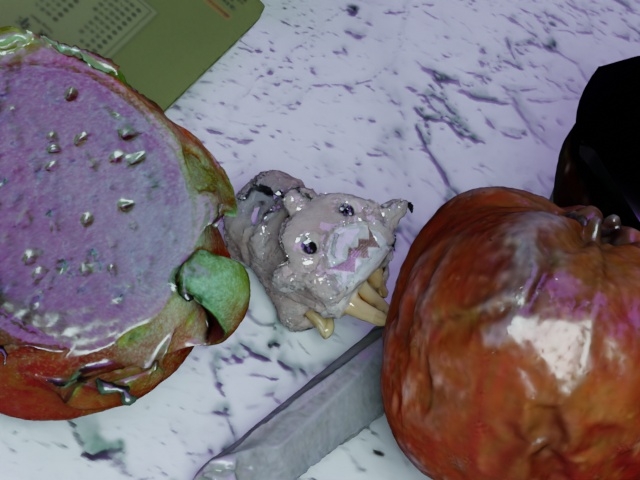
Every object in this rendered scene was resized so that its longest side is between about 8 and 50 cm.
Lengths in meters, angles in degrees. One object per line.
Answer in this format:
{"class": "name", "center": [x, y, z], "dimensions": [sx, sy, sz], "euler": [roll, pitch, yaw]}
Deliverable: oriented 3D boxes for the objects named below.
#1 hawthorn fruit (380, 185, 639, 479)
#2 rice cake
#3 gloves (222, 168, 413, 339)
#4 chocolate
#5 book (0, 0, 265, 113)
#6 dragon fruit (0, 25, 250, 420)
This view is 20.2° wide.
{"class": "hawthorn fruit", "center": [0.139, 0.104, 1.220], "dimensions": [0.242, 0.271, 0.242], "euler": [21, 15, -6]}
{"class": "rice cake", "center": [0.005, 0.118, 1.263], "dimensions": [0.270, 0.049, 0.055], "euler": [-37, 97, -44]}
{"class": "gloves", "center": [-0.008, 0.004, 1.313], "dimensions": [0.144, 0.094, 0.110], "euler": [14, 63, 27]}
{"class": "chocolate", "center": [0.286, 0.011, 1.413], "dimensions": [0.284, 0.186, 0.283], "euler": [18, 42, -16]}
{"class": "book", "center": [-0.218, -0.166, 1.377], "dimensions": [0.239, 0.035, 0.352], "euler": [40, 48, -1]}
{"class": "dragon fruit", "center": [-0.188, -0.010, 1.184], "dimensions": [0.295, 0.130, 0.268], "euler": [37, 69, 0]}
